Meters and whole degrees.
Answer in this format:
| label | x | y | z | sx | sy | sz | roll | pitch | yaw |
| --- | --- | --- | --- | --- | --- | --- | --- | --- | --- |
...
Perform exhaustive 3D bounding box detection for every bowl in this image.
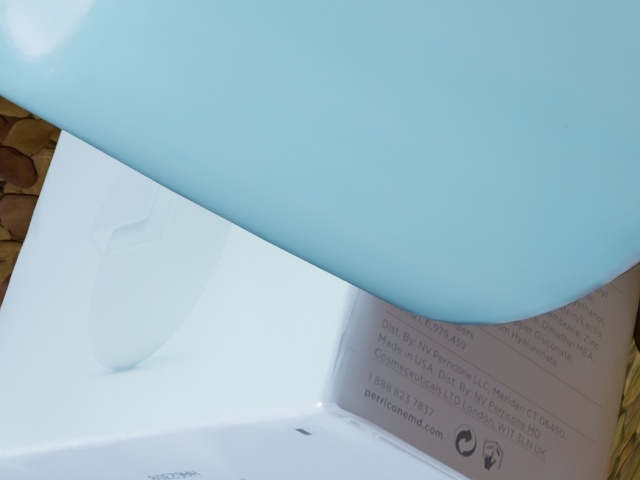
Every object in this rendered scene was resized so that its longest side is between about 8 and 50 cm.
| label | x | y | z | sx | sy | sz | roll | pitch | yaw |
| --- | --- | --- | --- | --- | --- | --- | --- | --- | --- |
| bowl | -0.013 | -0.141 | 0.468 | 0.311 | 0.163 | 0.311 | -25 | 62 | 58 |

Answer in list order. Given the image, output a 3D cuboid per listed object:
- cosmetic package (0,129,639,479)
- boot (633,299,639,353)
| label | x | y | z | sx | sy | sz | roll | pitch | yaw |
| --- | --- | --- | --- | --- | --- | --- | --- | --- | --- |
| cosmetic package | 0.000 | 0.000 | 0.698 | 0.224 | 0.138 | 0.224 | -13 | 54 | 47 |
| boot | 0.195 | -0.071 | 0.667 | 0.211 | 0.104 | 0.295 | -66 | -4 | -79 |
